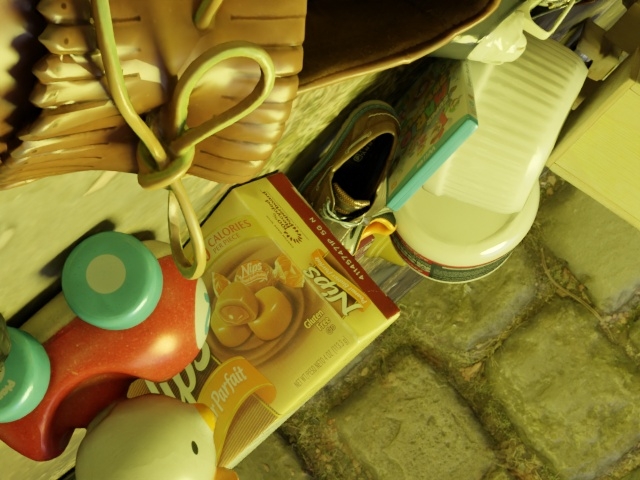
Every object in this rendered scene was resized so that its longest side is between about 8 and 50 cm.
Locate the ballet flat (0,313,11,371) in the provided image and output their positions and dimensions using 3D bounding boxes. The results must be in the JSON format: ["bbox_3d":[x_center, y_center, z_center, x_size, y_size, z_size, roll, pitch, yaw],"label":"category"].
[{"bbox_3d":[-0.249,0.055,0.608,0.057,0.049,0.173,-12,165,2],"label":"ballet flat"}]

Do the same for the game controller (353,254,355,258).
[{"bbox_3d":[-0.041,0.089,1.425,0.166,0.067,0.319,-36,170,-21],"label":"game controller"}]

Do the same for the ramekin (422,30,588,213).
[{"bbox_3d":[0.200,-0.127,1.024,0.207,0.109,0.207,-61,169,-21],"label":"ramekin"}]

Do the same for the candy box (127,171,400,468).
[{"bbox_3d":[-0.089,0.104,0.964,0.316,0.183,0.087,-47,167,35],"label":"candy box"}]

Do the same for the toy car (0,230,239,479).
[{"bbox_3d":[-0.142,0.144,0.788,0.210,0.238,0.219,-39,171,-5],"label":"toy car"}]

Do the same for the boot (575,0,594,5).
[{"bbox_3d":[0.354,-0.330,1.025,0.152,0.073,0.197,-33,166,-16],"label":"boot"}]

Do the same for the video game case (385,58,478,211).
[{"bbox_3d":[0.104,-0.117,0.927,0.119,0.015,0.166,-47,-157,32],"label":"video game case"}]

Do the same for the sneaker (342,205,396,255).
[{"bbox_3d":[0.000,0.000,1.135,0.215,0.083,0.084,-35,171,-17],"label":"sneaker"}]

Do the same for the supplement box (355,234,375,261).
[{"bbox_3d":[0.041,0.010,1.442,0.055,0.043,0.083,-35,170,-22],"label":"supplement box"}]

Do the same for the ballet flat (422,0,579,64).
[{"bbox_3d":[0.183,-0.212,0.908,0.203,0.074,0.074,-35,169,-24],"label":"ballet flat"}]

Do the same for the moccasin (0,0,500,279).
[{"bbox_3d":[-0.054,-0.078,0.389,0.380,0.147,0.139,-30,166,-46],"label":"moccasin"}]

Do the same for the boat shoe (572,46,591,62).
[{"bbox_3d":[0.445,-0.293,1.539,0.066,0.063,0.184,-44,170,22],"label":"boat shoe"}]

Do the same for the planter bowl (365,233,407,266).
[{"bbox_3d":[0.159,-0.020,1.614,0.217,0.090,0.217,-39,171,-8],"label":"planter bowl"}]

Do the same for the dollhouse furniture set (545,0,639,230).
[{"bbox_3d":[0.465,-0.186,1.189,0.362,0.256,0.394,-51,-173,47],"label":"dollhouse furniture set"}]

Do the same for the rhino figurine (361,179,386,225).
[{"bbox_3d":[0.060,-0.070,1.076,0.243,0.073,0.106,-33,168,-44],"label":"rhino figurine"}]

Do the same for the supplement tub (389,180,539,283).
[{"bbox_3d":[0.183,-0.044,1.295,0.191,0.191,0.272,-39,170,-3],"label":"supplement tub"}]

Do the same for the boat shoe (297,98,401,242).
[{"bbox_3d":[0.020,-0.048,0.934,0.066,0.066,0.183,-103,-145,-61],"label":"boat shoe"}]

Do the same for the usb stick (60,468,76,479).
[{"bbox_3d":[-0.330,0.346,1.551,0.278,0.045,0.077,-36,170,-19],"label":"usb stick"}]
